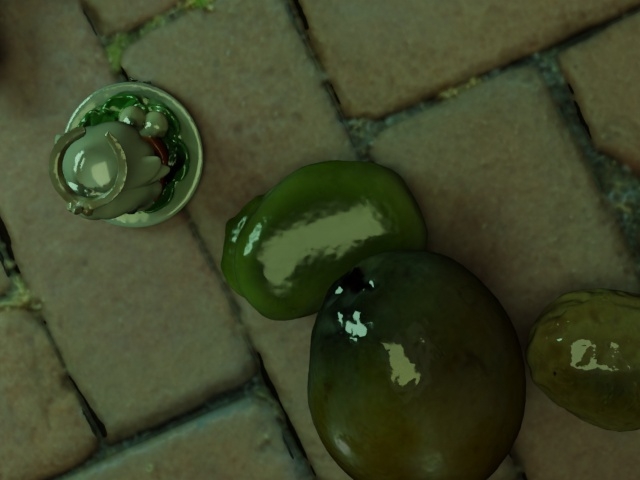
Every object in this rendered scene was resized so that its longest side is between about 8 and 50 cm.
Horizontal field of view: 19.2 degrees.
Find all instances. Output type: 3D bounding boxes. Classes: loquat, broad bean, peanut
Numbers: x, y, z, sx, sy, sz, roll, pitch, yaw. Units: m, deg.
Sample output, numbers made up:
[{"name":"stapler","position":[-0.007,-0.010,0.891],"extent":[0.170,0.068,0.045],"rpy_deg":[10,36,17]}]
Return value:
[{"name":"loquat","position":[0.078,0.112,1.543],"extent":[0.179,0.179,0.227],"rpy_deg":[5,129,10]},{"name":"broad bean","position":[0.000,0.000,1.604],"extent":[0.174,0.082,0.124],"rpy_deg":[-30,94,4]},{"name":"peanut","position":[0.285,0.107,1.550],"extent":[0.236,0.110,0.120],"rpy_deg":[13,97,0]}]

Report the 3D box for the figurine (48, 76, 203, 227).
[{"name":"figurine","position":[-0.176,-0.067,1.583],"extent":[0.132,0.154,0.132],"rpy_deg":[2,99,10]}]
